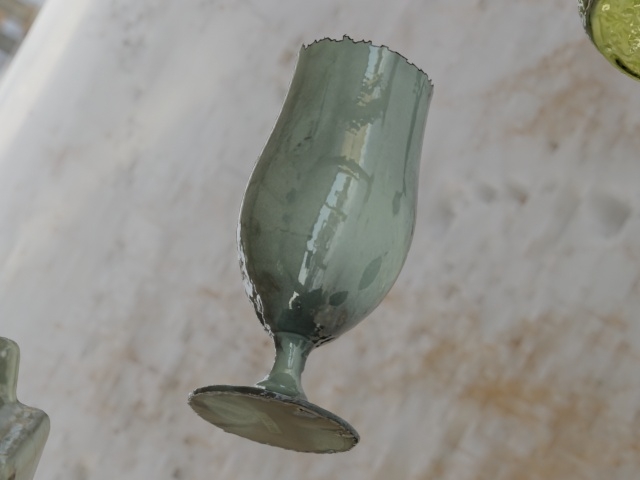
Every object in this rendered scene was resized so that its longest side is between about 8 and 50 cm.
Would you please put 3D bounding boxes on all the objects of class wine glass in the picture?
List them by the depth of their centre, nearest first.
[{"bbox_3d":[0.000,0.000,0.988,0.093,0.093,0.202,140,147,-63],"label":"wine glass"}]

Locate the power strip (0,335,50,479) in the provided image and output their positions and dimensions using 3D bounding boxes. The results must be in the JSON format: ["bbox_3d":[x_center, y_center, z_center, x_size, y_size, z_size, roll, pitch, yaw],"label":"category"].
[{"bbox_3d":[-0.117,0.097,0.413,0.042,0.075,0.175,-71,0,-78],"label":"power strip"}]

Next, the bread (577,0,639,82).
[{"bbox_3d":[0.213,-0.153,1.149,0.114,0.129,0.111,-75,-22,-46],"label":"bread"}]
